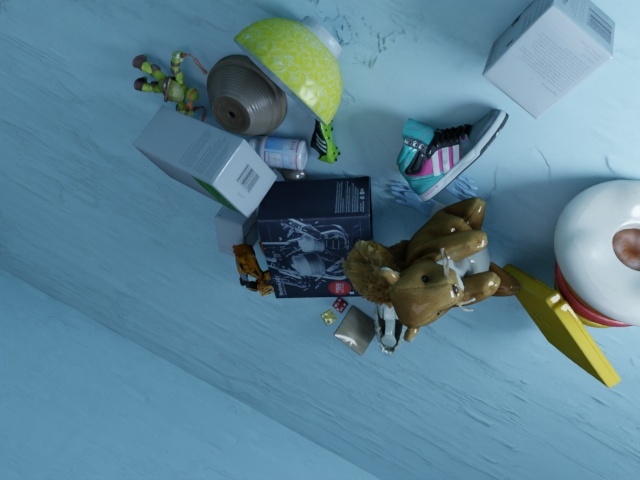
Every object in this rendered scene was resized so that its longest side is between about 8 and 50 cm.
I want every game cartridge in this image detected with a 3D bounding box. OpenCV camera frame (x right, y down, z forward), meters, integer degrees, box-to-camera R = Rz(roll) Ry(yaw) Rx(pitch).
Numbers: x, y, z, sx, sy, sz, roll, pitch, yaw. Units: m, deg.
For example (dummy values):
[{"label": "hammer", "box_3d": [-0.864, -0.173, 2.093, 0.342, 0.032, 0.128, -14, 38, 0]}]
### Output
[{"label": "game cartridge", "box_3d": [0.624, 0.212, 1.470, 0.053, 0.323, 0.285, -37, 100, 2]}]

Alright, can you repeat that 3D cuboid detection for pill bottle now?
[{"label": "pill bottle", "box_3d": [-0.121, -0.250, 1.570, 0.160, 0.087, 0.087, 9, 137, 11]}]

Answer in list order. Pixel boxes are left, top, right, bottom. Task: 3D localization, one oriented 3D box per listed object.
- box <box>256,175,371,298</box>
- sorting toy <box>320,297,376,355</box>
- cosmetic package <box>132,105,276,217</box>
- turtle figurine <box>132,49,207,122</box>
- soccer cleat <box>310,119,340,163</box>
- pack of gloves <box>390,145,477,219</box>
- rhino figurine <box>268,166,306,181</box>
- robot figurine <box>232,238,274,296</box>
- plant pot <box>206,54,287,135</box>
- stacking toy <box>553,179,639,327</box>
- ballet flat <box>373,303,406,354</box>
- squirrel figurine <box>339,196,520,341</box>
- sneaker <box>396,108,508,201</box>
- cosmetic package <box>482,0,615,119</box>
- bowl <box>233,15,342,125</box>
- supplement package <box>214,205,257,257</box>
[{"label": "box", "box_3d": [0.000, 0.000, 1.644, 0.312, 0.179, 0.343, -2, 135, 8]}, {"label": "sorting toy", "box_3d": [0.121, 0.327, 2.031, 0.274, 0.132, 0.046, 38, 160, -9]}, {"label": "cosmetic package", "box_3d": [-0.327, -0.226, 1.558, 0.365, 0.155, 0.197, 25, 167, 35]}, {"label": "turtle figurine", "box_3d": [-0.426, -0.427, 1.571, 0.217, 0.087, 0.269, 24, 147, 12]}, {"label": "soccer cleat", "box_3d": [0.001, -0.283, 1.504, 0.072, 0.060, 0.179, 9, 139, 24]}, {"label": "pack of gloves", "box_3d": [0.307, -0.143, 1.501, 0.232, 0.046, 0.195, 29, 142, 15]}, {"label": "rhino figurine", "box_3d": [-0.082, -0.142, 1.689, 0.106, 0.073, 0.243, 13, 138, 21]}, {"label": "robot figurine", "box_3d": [-0.193, 0.095, 1.914, 0.211, 0.085, 0.291, -20, 142, -2]}, {"label": "plant pot", "box_3d": [-0.218, -0.369, 1.500, 0.237, 0.110, 0.237, 17, 139, 15]}, {"label": "stacking toy", "box_3d": [0.710, 0.103, 1.382, 0.350, 0.350, 0.480, 17, 158, 13]}, {"label": "ballet flat", "box_3d": [0.245, 0.247, 1.866, 0.147, 0.147, 0.409, 12, 137, 19]}, {"label": "squirrel figurine", "box_3d": [0.249, 0.100, 1.397, 0.397, 0.370, 0.281, -9, 108, 39]}, {"label": "sneaker", "box_3d": [0.289, -0.246, 1.336, 0.178, 0.124, 0.295, 41, 125, -5]}, {"label": "cosmetic package", "box_3d": [0.443, -0.372, 1.079, 0.151, 0.151, 0.184, 36, 139, -8]}, {"label": "bowl", "box_3d": [-0.042, -0.419, 1.283, 0.289, 0.289, 0.156, 41, 96, -14]}, {"label": "supplement package", "box_3d": [-0.286, -0.038, 1.893, 0.105, 0.105, 0.179, 18, 140, 13]}]
